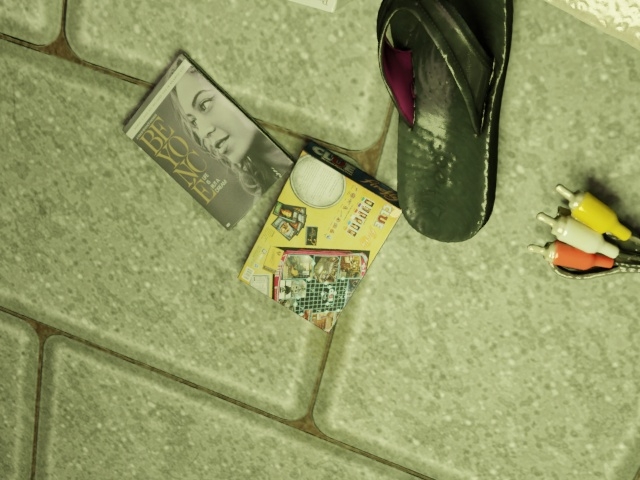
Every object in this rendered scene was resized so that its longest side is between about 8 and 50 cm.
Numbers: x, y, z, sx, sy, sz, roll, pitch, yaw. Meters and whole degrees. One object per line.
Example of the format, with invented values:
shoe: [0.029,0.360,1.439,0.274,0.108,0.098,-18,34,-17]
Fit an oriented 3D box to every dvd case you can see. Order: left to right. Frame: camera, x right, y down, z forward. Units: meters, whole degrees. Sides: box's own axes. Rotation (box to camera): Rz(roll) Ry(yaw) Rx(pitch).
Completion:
dvd case: [-0.165,-0.139,1.313,0.221,0.018,0.164,44,122,-4]

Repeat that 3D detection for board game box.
board game box: [0.000,0.000,1.307,0.165,0.042,0.243,32,121,3]

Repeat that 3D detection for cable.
cable: [0.406,0.029,1.154,0.287,0.072,0.140,23,126,8]

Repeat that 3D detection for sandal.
sandal: [0.144,-0.197,1.097,0.167,0.107,0.446,7,116,33]

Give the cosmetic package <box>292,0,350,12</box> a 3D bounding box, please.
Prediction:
cosmetic package: [-0.001,-0.404,1.083,0.117,0.085,0.231,18,119,10]

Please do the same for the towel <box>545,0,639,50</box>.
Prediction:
towel: [0.347,-0.317,0.993,0.282,0.049,0.187,30,136,5]
